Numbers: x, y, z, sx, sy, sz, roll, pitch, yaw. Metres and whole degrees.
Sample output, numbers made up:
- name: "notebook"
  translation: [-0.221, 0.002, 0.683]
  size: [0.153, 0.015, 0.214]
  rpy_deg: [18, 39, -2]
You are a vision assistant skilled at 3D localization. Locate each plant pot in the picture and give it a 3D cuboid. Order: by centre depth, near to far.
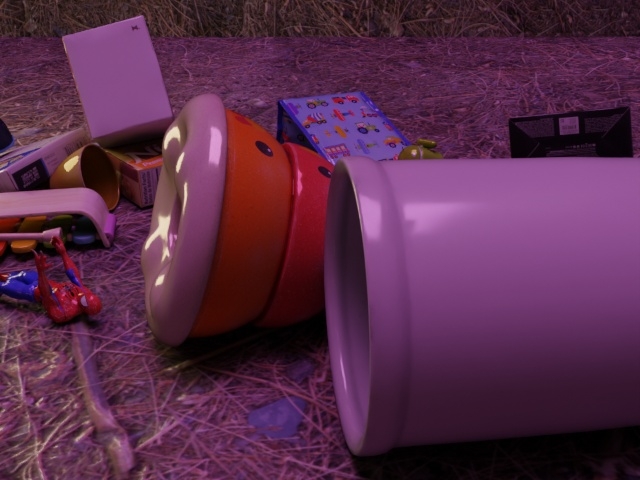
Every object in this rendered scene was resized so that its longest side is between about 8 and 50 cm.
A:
- name: "plant pot"
  translation: [-0.472, -0.112, 1.688]
  size: [0.095, 0.134, 0.134]
  rpy_deg: [-14, 20, 16]

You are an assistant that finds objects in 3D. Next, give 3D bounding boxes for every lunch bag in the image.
- name: "lunch bag"
  translation: [0.062, -0.204, 1.866]
  size: [0.220, 0.138, 0.293]
  rpy_deg: [-11, 34, -26]

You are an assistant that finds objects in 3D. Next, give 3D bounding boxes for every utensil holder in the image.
- name: "utensil holder"
  translation: [0.213, 0.061, 0.973]
  size: [0.385, 0.328, 0.328]
  rpy_deg: [-3, 23, -8]

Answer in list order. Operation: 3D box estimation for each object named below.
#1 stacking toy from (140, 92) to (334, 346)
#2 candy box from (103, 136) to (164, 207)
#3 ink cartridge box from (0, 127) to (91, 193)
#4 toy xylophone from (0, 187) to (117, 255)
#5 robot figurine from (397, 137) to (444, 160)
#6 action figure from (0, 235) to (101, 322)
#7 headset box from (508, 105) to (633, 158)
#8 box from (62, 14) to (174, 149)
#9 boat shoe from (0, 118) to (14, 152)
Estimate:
- name: "stacking toy"
  translation: [0.000, 0.000, 1.247]
  size: [0.479, 0.351, 0.351]
  rpy_deg: [9, 19, -19]
- name: "candy box"
  translation: [-0.276, -0.166, 1.825]
  size: [0.316, 0.088, 0.183]
  rpy_deg: [-17, 27, -31]
- name: "ink cartridge box"
  translation: [-0.669, -0.127, 1.759]
  size: [0.307, 0.072, 0.304]
  rpy_deg: [-16, 19, 20]
- name: "toy xylophone"
  translation: [-0.529, -0.020, 1.513]
  size: [0.322, 0.081, 0.236]
  rpy_deg: [-1, 23, 1]
- name: "robot figurine"
  translation: [0.208, -0.157, 1.771]
  size: [0.115, 0.101, 0.067]
  rpy_deg: [13, 2, -26]
- name: "action figure"
  translation: [-0.442, 0.041, 1.309]
  size: [0.280, 0.139, 0.091]
  rpy_deg: [15, 29, 28]
- name: "headset box"
  translation: [0.489, -0.193, 1.695]
  size: [0.218, 0.110, 0.293]
  rpy_deg: [-4, 4, 14]
- name: "box"
  translation: [-0.416, -0.316, 1.849]
  size: [0.168, 0.215, 0.345]
  rpy_deg: [-17, 0, -7]
- name: "boat shoe"
  translation: [-0.762, -0.185, 1.776]
  size: [0.109, 0.089, 0.258]
  rpy_deg: [-7, 23, 36]
